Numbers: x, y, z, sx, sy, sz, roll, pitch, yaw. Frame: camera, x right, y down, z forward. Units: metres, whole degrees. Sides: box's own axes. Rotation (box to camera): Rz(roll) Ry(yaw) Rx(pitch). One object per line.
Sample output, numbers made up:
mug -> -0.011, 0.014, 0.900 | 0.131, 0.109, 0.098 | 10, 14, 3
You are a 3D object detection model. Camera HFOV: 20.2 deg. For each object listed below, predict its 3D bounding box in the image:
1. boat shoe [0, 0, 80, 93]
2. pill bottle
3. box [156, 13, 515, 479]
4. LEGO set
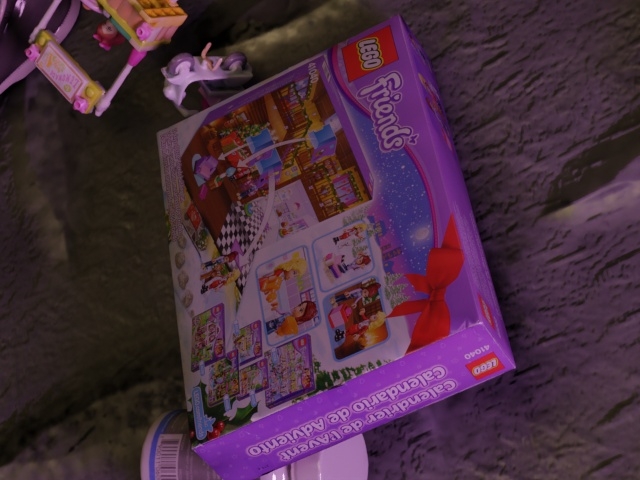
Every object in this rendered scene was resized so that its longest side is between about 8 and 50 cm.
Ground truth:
boat shoe -> -0.334, -0.109, 1.456 | 0.335, 0.095, 0.112 | -50, 55, 3
pill bottle -> -0.043, 0.150, 1.193 | 0.137, 0.078, 0.078 | -3, 69, 29
box -> 0.000, 0.000, 1.192 | 0.201, 0.057, 0.293 | -25, 45, 15
LEGO set -> -0.171, -0.191, 1.387 | 0.107, 0.132, 0.287 | -53, 49, 27
